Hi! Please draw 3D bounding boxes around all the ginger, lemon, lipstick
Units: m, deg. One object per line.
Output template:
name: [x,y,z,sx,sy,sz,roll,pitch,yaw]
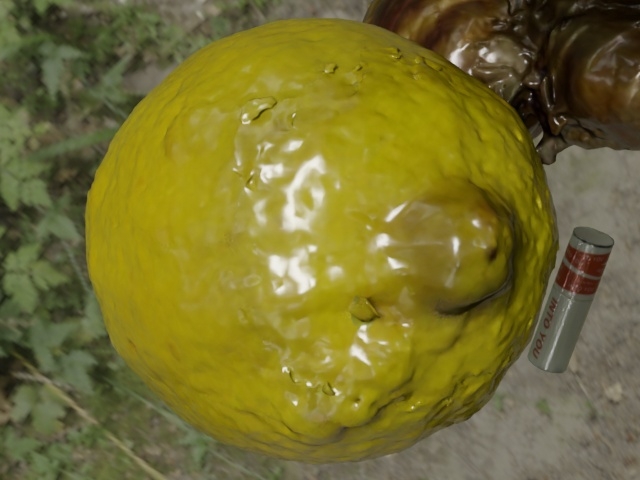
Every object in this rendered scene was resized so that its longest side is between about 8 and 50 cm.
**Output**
ginger: [0.154,-0.147,0.982,0.357,0.152,0.274,-34,23,33]
lemon: [0.000,0.000,0.807,0.245,0.245,0.320,-60,23,-11]
lipstick: [0.221,0.053,1.308,0.038,0.038,0.130,31,117,31]
